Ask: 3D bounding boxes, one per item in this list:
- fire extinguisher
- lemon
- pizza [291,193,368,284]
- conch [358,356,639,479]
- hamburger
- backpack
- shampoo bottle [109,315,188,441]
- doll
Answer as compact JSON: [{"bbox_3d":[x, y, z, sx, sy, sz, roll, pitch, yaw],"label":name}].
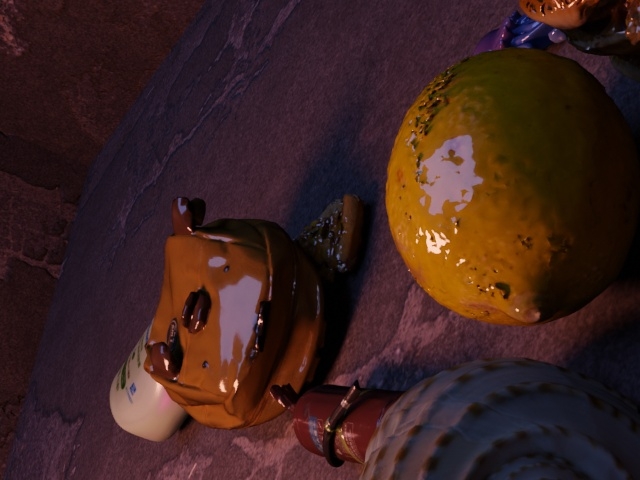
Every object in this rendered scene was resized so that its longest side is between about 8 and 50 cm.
[{"bbox_3d":[0.035,0.222,1.372,0.105,0.141,0.341,-42,13,-23],"label":"fire extinguisher"},{"bbox_3d":[0.192,-0.049,1.099,0.258,0.258,0.310,-44,31,45],"label":"lemon"},{"bbox_3d":[0.000,0.000,1.746,0.226,0.069,0.147,-8,64,65],"label":"pizza"},{"bbox_3d":[0.137,0.230,1.011,0.319,0.215,0.303,-9,49,55],"label":"conch"},{"bbox_3d":[0.331,-0.269,1.077,0.245,0.211,0.260,-37,31,41],"label":"hamburger"},{"bbox_3d":[-0.141,0.117,1.713,0.378,0.201,0.353,-1,80,56],"label":"backpack"},{"bbox_3d":[-0.250,0.199,2.015,0.349,0.151,0.222,-53,20,30],"label":"shampoo bottle"},{"bbox_3d":[0.265,-0.260,1.401,0.206,0.067,0.110,-22,34,46],"label":"doll"}]
